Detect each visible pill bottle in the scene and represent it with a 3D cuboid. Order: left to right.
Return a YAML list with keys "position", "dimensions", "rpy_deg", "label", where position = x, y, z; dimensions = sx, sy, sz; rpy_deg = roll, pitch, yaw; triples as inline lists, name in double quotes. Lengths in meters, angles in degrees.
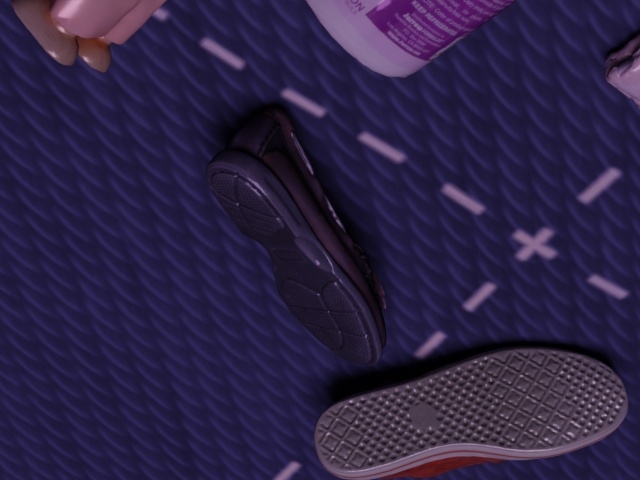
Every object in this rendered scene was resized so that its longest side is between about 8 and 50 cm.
- position: [0.132, -0.276, 1.375]
  dimensions: [0.301, 0.169, 0.169]
  rpy_deg: [-35, 122, 26]
  label: "pill bottle"

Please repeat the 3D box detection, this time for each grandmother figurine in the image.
- position: [-0.098, -0.278, 1.398]
  dimensions: [0.342, 0.208, 0.104]
  rpy_deg: [-39, 86, 16]
  label: "grandmother figurine"

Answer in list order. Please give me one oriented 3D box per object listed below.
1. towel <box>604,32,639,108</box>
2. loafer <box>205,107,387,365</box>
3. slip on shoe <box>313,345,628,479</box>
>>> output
- position: [0.479, -0.154, 1.548]
  dimensions: [0.332, 0.053, 0.317]
  rpy_deg: [35, 123, -22]
  label: "towel"
- position: [0.000, 0.000, 1.666]
  dimensions: [0.109, 0.095, 0.302]
  rpy_deg: [9, 144, 41]
  label: "loafer"
- position: [0.159, 0.190, 1.827]
  dimensions: [0.331, 0.123, 0.101]
  rpy_deg: [-13, 162, 5]
  label: "slip on shoe"
